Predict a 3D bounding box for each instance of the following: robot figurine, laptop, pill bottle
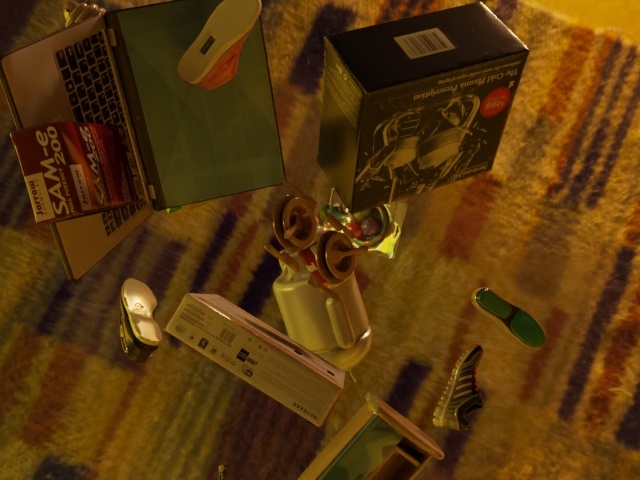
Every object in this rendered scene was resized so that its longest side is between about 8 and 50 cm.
[{"bbox_3d":[0.008,0.177,1.785,0.200,0.300,0.353,-20,102,-11],"label":"robot figurine"},{"bbox_3d":[-0.267,-0.186,1.237,0.236,0.408,0.382,4,121,21],"label":"laptop"},{"bbox_3d":[0.000,0.026,1.552,0.086,0.086,0.152,-31,92,-4],"label":"pill bottle"}]

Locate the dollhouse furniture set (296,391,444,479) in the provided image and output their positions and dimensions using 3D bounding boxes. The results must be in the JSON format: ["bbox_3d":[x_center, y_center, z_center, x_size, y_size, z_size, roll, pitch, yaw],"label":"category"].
[{"bbox_3d":[0.122,0.391,0.906,0.286,0.303,0.198,40,93,-22],"label":"dollhouse furniture set"}]

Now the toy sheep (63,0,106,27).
[{"bbox_3d":[-0.436,-0.411,1.397,0.132,0.091,0.091,37,84,-8],"label":"toy sheep"}]

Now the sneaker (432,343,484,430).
[{"bbox_3d":[0.270,0.272,1.326,0.075,0.063,0.170,21,70,22],"label":"sneaker"}]

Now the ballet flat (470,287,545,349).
[{"bbox_3d":[0.362,0.148,1.407,0.168,0.052,0.057,40,77,-1],"label":"ballet flat"}]

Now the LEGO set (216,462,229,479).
[{"bbox_3d":[-0.223,0.537,1.159,0.331,0.192,0.255,-39,52,10],"label":"LEGO set"}]

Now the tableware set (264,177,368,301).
[{"bbox_3d":[0.000,0.000,1.116,0.039,0.194,0.128,-7,57,38],"label":"tableware set"}]

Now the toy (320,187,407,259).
[{"bbox_3d":[0.091,-0.047,1.787,0.237,0.056,0.137,17,96,43],"label":"toy"}]

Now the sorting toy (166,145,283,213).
[{"bbox_3d":[-0.258,-0.175,1.793,0.348,0.196,0.047,-24,58,-12],"label":"sorting toy"}]

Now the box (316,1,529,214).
[{"bbox_3d":[0.186,-0.256,1.424,0.343,0.312,0.179,-18,54,-17],"label":"box"}]

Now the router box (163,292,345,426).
[{"bbox_3d":[-0.113,0.224,1.438,0.335,0.301,0.082,31,87,5],"label":"router box"}]

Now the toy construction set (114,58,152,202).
[{"bbox_3d":[-0.454,-0.173,1.519,0.237,0.257,0.309,-17,116,34],"label":"toy construction set"}]

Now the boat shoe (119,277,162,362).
[{"bbox_3d":[-0.227,0.095,0.895,0.049,0.133,0.042,22,114,-33],"label":"boat shoe"}]

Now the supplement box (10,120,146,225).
[{"bbox_3d":[-0.344,-0.102,1.063,0.073,0.239,0.130,-14,96,9],"label":"supplement box"}]

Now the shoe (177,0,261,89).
[{"bbox_3d":[-0.153,-0.321,1.182,0.063,0.081,0.178,46,103,12],"label":"shoe"}]
